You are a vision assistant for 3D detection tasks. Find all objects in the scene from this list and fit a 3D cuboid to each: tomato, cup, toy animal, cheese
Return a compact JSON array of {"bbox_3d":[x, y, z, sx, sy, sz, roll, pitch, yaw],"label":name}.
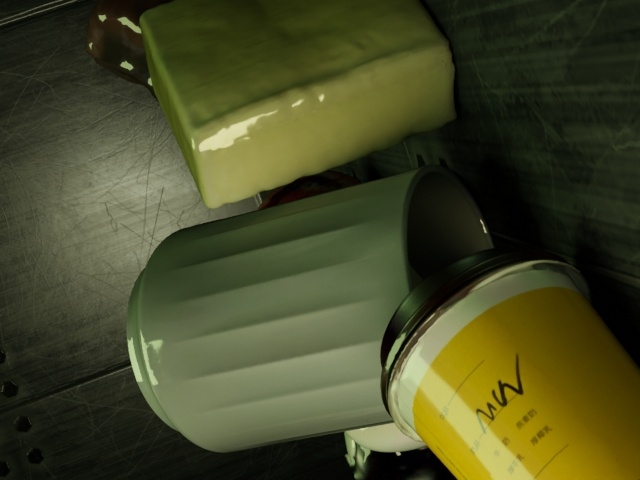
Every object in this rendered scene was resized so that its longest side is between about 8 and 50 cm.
[{"bbox_3d":[0.000,0.000,1.706,0.184,0.208,0.208,80,168,-46],"label":"tomato"},{"bbox_3d":[0.005,0.049,1.232,0.237,0.326,0.323,59,-147,-27],"label":"cup"},{"bbox_3d":[0.102,0.171,1.402,0.212,0.212,0.267,-118,7,-48],"label":"toy animal"},{"bbox_3d":[0.178,0.143,0.918,0.280,0.196,0.196,51,162,42],"label":"cup"},{"bbox_3d":[-0.030,-0.176,1.218,0.242,0.265,0.124,-119,12,-49],"label":"cheese"}]

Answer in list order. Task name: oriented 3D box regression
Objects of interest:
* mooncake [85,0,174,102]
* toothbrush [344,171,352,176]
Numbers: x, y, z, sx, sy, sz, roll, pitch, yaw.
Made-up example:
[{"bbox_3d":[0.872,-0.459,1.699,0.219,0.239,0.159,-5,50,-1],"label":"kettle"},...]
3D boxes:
[{"bbox_3d":[-0.111,-0.237,1.435,0.174,0.333,0.326,102,161,-63],"label":"mooncake"},{"bbox_3d":[0.069,0.018,1.949,0.030,0.030,0.304,-120,12,-53],"label":"toothbrush"}]
